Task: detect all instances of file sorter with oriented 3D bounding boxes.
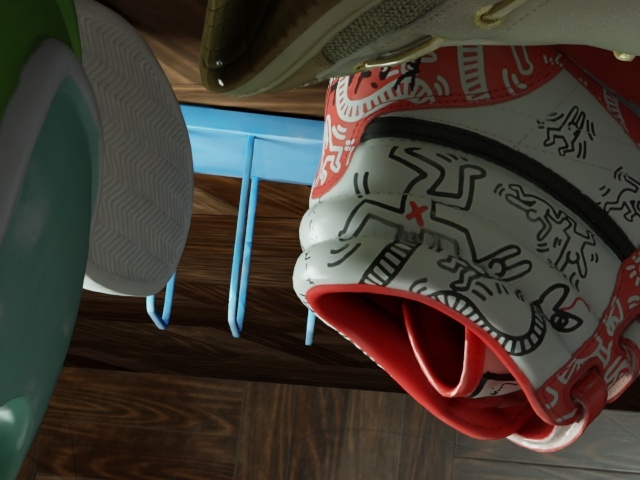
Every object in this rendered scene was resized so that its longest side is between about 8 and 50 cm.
[{"bbox_3d":[0.000,0.000,0.910,0.170,0.104,0.118,6,171,0],"label":"file sorter"}]

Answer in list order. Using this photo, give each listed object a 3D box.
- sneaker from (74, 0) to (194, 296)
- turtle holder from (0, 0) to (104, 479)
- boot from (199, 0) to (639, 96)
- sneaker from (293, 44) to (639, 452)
[{"bbox_3d":[-0.177,-0.058,0.706,0.169,0.108,0.292,4,161,25],"label":"sneaker"},{"bbox_3d":[-0.193,0.023,0.457,0.243,0.227,0.320,29,120,-36],"label":"turtle holder"},{"bbox_3d":[0.065,-0.075,0.493,0.165,0.077,0.213,8,168,-21],"label":"boot"},{"bbox_3d":[0.115,0.016,0.612,0.270,0.145,0.090,25,157,-20],"label":"sneaker"}]
